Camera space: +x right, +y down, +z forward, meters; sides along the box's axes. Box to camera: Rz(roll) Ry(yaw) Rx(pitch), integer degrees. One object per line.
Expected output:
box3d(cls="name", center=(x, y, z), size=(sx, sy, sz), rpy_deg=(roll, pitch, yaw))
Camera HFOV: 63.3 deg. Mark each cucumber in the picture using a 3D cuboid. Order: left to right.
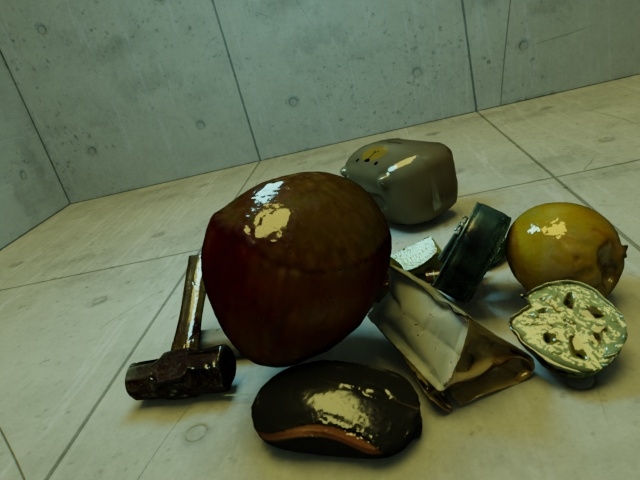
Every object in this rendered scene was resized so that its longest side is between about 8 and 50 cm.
box3d(cls="cucumber", center=(0.463, 0.040, 1.372), size=(0.107, 0.035, 0.067), rpy_deg=(-42, -7, -22))

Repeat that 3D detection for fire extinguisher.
box3d(cls="fire extinguisher", center=(0.349, 0.088, 1.330), size=(0.158, 0.043, 0.064), rpy_deg=(-10, 34, 15))

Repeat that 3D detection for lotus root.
box3d(cls="lotus root", center=(0.461, 0.175, 0.975), size=(0.183, 0.077, 0.203), rpy_deg=(-24, 43, -3))

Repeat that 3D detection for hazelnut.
box3d(cls="hazelnut", center=(-0.042, 0.063, 1.066), size=(0.353, 0.420, 0.421), rpy_deg=(8, 29, 19))

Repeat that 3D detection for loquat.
box3d(cls="loquat", center=(0.516, 0.030, 1.124), size=(0.244, 0.243, 0.244), rpy_deg=(-13, 22, 5))

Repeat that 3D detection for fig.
box3d(cls="fig", center=(0.143, 0.103, 1.383), size=(0.124, 0.124, 0.236), rpy_deg=(-21, 0, -14))

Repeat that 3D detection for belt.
box3d(cls="belt", center=(0.339, 0.035, 1.198), size=(0.116, 0.267, 0.206), rpy_deg=(28, 55, 13))

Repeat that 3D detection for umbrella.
box3d(cls="umbrella", center=(-0.169, 0.242, 1.260), size=(0.338, 0.067, 0.073), rpy_deg=(-9, 54, 15))

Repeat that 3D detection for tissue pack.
box3d(cls="tissue pack", center=(0.258, -0.202, 1.783), size=(0.277, 0.267, 0.387), rpy_deg=(-26, 25, -19))

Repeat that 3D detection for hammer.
box3d(cls="hammer", center=(-0.312, 0.192, 1.270), size=(0.243, 0.095, 0.408), rpy_deg=(-14, 44, 13))

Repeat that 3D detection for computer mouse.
box3d(cls="computer mouse", center=(0.021, 0.297, 0.939), size=(0.324, 0.116, 0.183), rpy_deg=(-3, 30, 20))

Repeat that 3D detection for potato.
box3d(cls="potato", center=(0.268, 0.070, 1.407), size=(0.149, 0.120, 0.081), rpy_deg=(-27, 50, 20))

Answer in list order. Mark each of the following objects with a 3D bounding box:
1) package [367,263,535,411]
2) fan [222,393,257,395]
box3d(cls="package", center=(0.231, 0.197, 1.053), size=(0.165, 0.221, 0.311), rpy_deg=(-56, 27, 5))
box3d(cls="fan", center=(-0.065, 0.322, 1.076), size=(0.311, 0.010, 0.182), rpy_deg=(-5, 25, 18))
